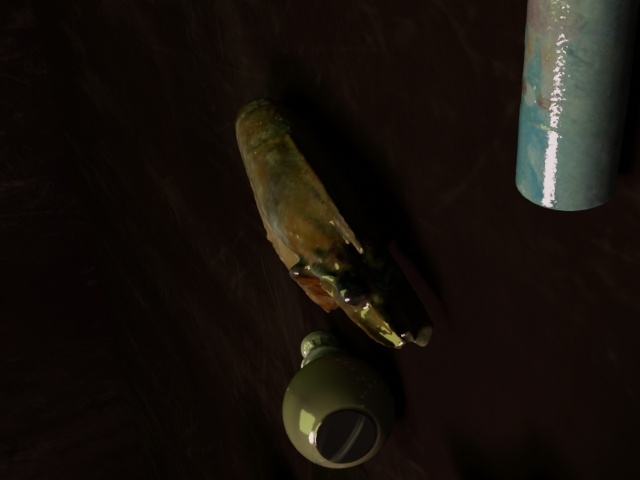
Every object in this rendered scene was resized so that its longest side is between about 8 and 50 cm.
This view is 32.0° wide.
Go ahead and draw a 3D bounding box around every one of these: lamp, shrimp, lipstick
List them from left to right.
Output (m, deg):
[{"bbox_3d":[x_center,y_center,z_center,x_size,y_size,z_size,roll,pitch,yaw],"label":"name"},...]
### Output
[{"bbox_3d":[0.000,0.000,0.868,0.317,0.077,0.168,-122,13,-49],"label":"shrimp"},{"bbox_3d":[0.010,0.121,0.936,0.163,0.091,0.091,-106,6,-67],"label":"lamp"},{"bbox_3d":[0.111,-0.090,0.478,0.048,0.048,0.158,-129,28,-49],"label":"lipstick"}]
